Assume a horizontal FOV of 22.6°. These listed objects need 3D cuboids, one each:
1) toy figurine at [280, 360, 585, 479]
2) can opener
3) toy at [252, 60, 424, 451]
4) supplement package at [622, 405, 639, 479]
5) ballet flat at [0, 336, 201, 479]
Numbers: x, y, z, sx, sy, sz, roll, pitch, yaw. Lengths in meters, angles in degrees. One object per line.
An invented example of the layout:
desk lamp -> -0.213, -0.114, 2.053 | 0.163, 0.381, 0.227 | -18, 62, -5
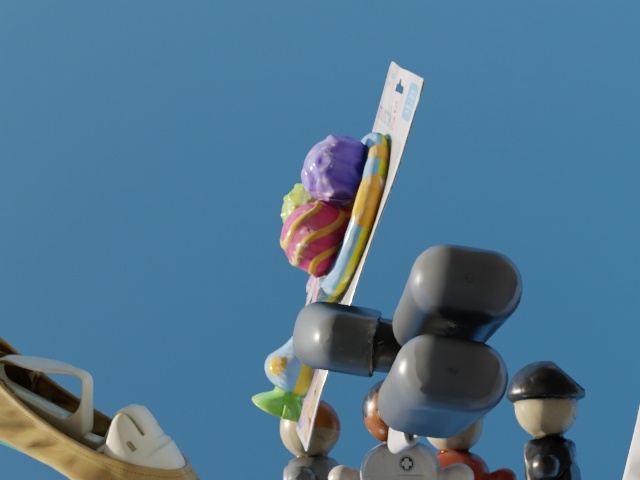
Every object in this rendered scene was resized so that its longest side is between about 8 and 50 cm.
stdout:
toy figurine -> 0.083, 0.172, 1.227 | 0.210, 0.213, 0.148 | 3, -101, -26
can opener -> 0.037, 0.057, 0.746 | 0.093, 0.280, 0.074 | 9, -100, -3
toy -> 0.000, 0.000, 1.017 | 0.056, 0.137, 0.237 | 13, -81, -9
supplement package -> 0.279, 0.177, 0.907 | 0.194, 0.203, 0.149 | 3, -142, 20
ballet flat -> -0.164, 0.136, 1.136 | 0.232, 0.080, 0.073 | 24, -76, 16
